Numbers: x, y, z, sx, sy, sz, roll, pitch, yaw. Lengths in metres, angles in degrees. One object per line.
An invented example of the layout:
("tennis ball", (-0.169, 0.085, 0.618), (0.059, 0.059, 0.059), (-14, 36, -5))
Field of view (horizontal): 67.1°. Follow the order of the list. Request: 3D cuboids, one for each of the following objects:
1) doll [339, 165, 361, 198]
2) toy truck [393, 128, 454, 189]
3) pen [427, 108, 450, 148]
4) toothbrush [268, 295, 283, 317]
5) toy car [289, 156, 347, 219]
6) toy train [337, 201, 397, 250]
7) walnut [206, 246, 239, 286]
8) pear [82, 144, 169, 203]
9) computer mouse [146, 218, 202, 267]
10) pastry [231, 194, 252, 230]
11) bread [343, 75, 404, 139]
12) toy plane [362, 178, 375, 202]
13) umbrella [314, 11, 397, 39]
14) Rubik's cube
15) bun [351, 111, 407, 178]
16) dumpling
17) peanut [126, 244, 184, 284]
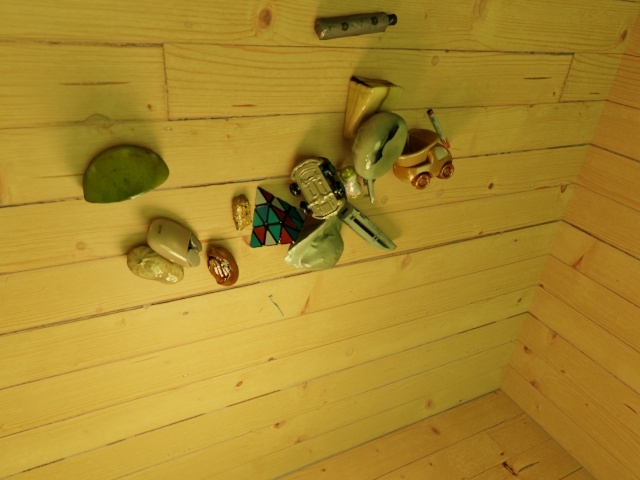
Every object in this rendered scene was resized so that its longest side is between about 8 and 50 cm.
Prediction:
("doll", (0.128, -0.252, 2.061), (0.081, 0.129, 0.207), (-33, 152, -4))
("toy truck", (0.439, -0.359, 2.137), (0.288, 0.204, 0.211), (-26, 126, -13))
("pen", (0.548, -0.510, 2.224), (0.028, 0.028, 0.239), (-43, 131, -1))
("toothbrush", (-0.210, 0.316, 2.289), (0.017, 0.014, 0.162), (-20, 130, 4))
("toy car", (0.010, -0.225, 1.975), (0.204, 0.198, 0.247), (-27, 97, 27))
("toy train", (0.232, -0.039, 2.286), (0.088, 0.086, 0.407), (-50, 131, 3))
("walnut", (-0.402, 0.104, 1.980), (0.116, 0.116, 0.207), (-27, 128, -15))
("pear", (-0.633, -0.212, 1.556), (0.288, 0.239, 0.139), (-23, 128, -19))
("computer mouse", (-0.542, 0.009, 1.814), (0.082, 0.145, 0.236), (-23, 137, 30))
("pastry", (-0.316, -0.109, 1.933), (0.080, 0.056, 0.140), (-29, 128, -28))
("bread", (0.209, -0.509, 1.933), (0.168, 0.163, 0.263), (-10, 123, -27))
("toy plane", (0.209, -0.273, 2.083), (0.226, 0.058, 0.225), (1, 91, -59))
("umbrella", (0.136, -0.793, 1.773), (0.338, 0.067, 0.073), (-17, 83, -22))
("Rubik's cube", (-0.193, -0.107, 1.947), (0.284, 0.250, 0.234), (-28, 110, -7))
("bun", (0.214, -0.391, 1.924), (0.283, 0.179, 0.283), (-45, 156, -27))
("dumpling", (0.002, 0.026, 2.084), (0.270, 0.320, 0.211), (-32, 105, 16))
("peanut", (-0.618, 0.095, 1.831), (0.224, 0.129, 0.129), (24, 104, -41))
